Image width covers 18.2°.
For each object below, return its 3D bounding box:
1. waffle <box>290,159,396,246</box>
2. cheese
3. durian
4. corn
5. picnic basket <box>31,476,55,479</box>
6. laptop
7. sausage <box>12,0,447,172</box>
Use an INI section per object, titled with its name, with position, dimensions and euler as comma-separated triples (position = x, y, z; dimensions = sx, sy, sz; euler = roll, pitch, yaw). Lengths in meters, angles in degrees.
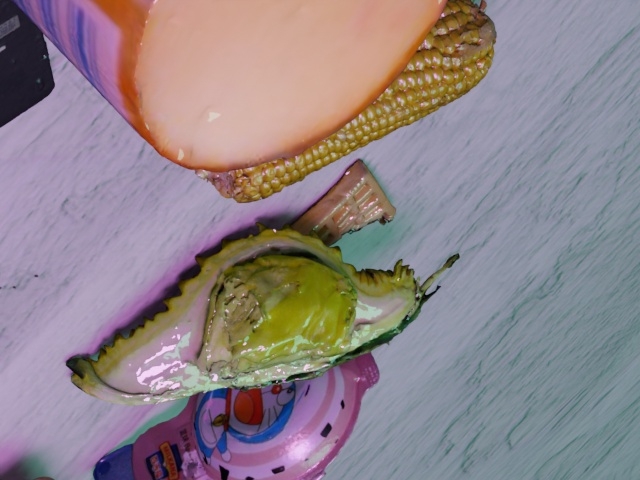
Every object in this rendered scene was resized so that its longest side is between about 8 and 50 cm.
[waffle]
position = 0.000, 0.000, 1.819
dimensions = 0.152, 0.023, 0.097
euler = -43, 149, -7
[cheese]
position = -0.076, 0.170, 1.794
dimensions = 0.286, 0.189, 0.074
euler = -29, 137, 9
[durian]
position = -0.037, 0.060, 1.727
dimensions = 0.375, 0.132, 0.107
euler = -14, 137, -15
[corn]
position = 0.022, -0.120, 1.618
dimensions = 0.293, 0.106, 0.106
euler = -31, 148, -25
[picnic basket]
position = -0.307, 0.385, 1.711
dimensions = 0.313, 0.175, 0.228
euler = -28, 147, -10
[laptop]
position = -0.274, -0.094, 1.345
dimensions = 0.207, 0.026, 0.154
euler = -34, 149, -20
[sausage]
position = -0.092, -0.207, 1.170
dimensions = 0.233, 0.287, 0.233
euler = -27, 143, -23
